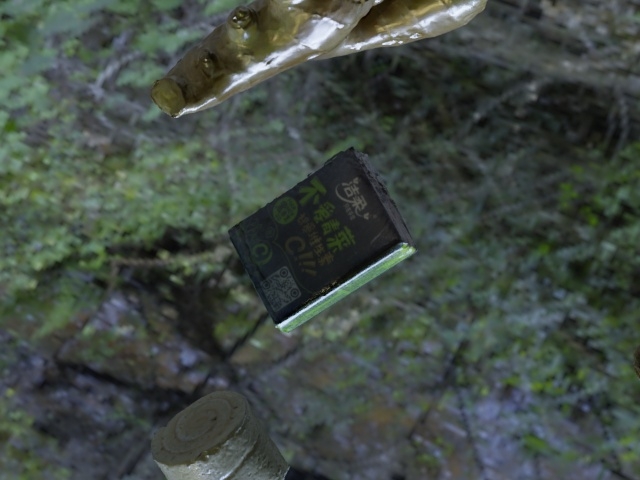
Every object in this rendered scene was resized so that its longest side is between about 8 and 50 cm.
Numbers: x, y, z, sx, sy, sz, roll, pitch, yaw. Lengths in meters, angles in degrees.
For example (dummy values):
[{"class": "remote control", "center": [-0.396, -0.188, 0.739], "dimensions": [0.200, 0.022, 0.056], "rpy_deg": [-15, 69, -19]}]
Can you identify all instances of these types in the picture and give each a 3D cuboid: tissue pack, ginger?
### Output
[{"class": "tissue pack", "center": [0.000, 0.000, 2.118], "dimensions": [0.235, 0.173, 0.073], "rpy_deg": [-34, 161, 16]}, {"class": "ginger", "center": [-0.007, -0.270, 1.818], "dimensions": [0.363, 0.122, 0.348], "rpy_deg": [1, 151, -44]}]

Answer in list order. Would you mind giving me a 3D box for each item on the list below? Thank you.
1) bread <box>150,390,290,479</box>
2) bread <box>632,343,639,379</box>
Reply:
[{"class": "bread", "center": [-0.134, 0.299, 2.003], "dimensions": [0.148, 0.134, 0.141], "rpy_deg": [-33, 121, -8]}, {"class": "bread", "center": [0.555, 0.071, 2.038], "dimensions": [0.367, 0.084, 0.077], "rpy_deg": [-56, 178, 27]}]
